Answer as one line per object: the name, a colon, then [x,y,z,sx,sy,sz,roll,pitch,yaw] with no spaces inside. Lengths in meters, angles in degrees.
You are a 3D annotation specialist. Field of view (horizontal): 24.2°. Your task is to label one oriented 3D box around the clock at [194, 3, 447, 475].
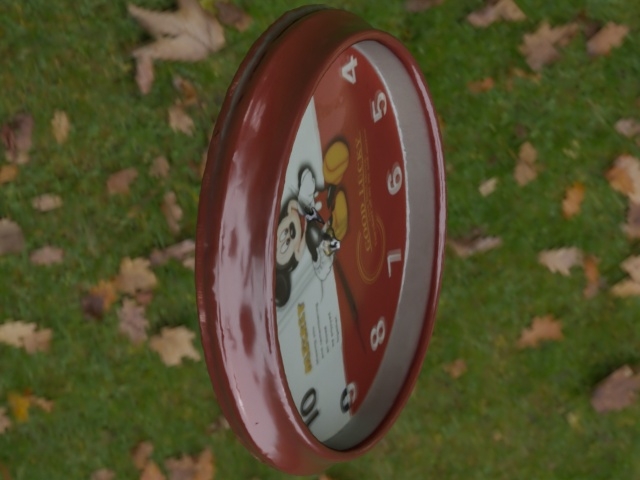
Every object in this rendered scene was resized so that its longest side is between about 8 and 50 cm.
clock: [0.000,0.000,1.017,0.080,0.318,0.318,5,135,25]
